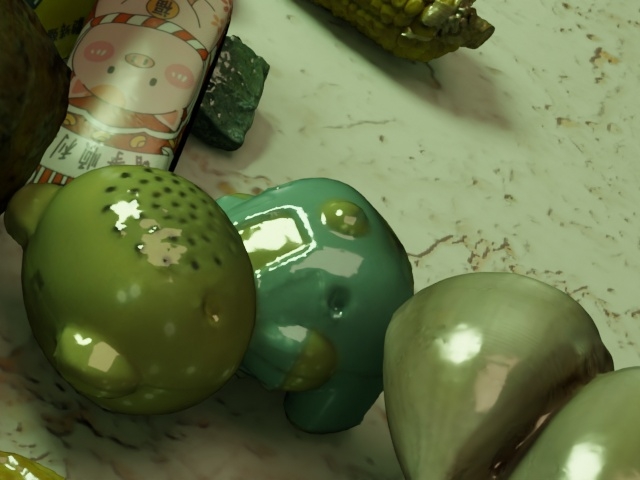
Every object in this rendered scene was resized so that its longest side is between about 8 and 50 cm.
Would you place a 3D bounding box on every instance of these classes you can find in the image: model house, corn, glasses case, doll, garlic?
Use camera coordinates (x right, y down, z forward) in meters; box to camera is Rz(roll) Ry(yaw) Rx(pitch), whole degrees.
[{"bbox_3d":[-0.090,-0.118,1.513,0.078,0.066,0.083,29,55,-17],"label":"model house"},{"bbox_3d":[0.019,-0.266,1.683,0.322,0.119,0.119,37,40,12],"label":"corn"},{"bbox_3d":[-0.142,-0.114,1.425,0.103,0.067,0.267,13,54,6],"label":"glasses case"},{"bbox_3d":[-0.075,0.035,1.265,0.260,0.161,0.177,2,47,-32],"label":"doll"},{"bbox_3d":[0.105,0.158,1.155,0.231,0.246,0.340,39,39,-1],"label":"garlic"}]

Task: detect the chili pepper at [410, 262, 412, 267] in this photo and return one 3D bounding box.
[{"bbox_3d":[0.000,-0.001,1.443,0.153,0.041,0.050,22,-3,-8],"label":"chili pepper"}]

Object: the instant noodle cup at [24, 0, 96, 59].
[{"bbox_3d":[-0.275,-0.319,1.439,0.254,0.326,0.325,33,38,20],"label":"instant noodle cup"}]

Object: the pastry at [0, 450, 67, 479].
[{"bbox_3d":[-0.215,0.210,1.014,0.235,0.132,0.240,32,38,3],"label":"pastry"}]

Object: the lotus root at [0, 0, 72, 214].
[{"bbox_3d":[-0.292,-0.077,1.182,0.314,0.210,0.142,13,46,-39],"label":"lotus root"}]
